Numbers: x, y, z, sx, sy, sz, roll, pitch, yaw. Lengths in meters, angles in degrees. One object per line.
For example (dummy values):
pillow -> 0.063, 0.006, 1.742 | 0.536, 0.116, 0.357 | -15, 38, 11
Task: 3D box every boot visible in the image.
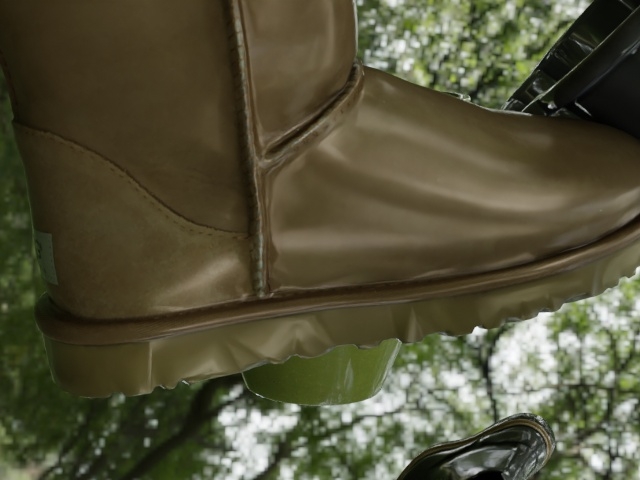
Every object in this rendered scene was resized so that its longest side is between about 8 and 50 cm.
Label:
boot -> 0.001, -0.102, 0.346 | 0.089, 0.236, 0.269 | -148, -132, -62
boot -> 0.118, 0.238, 1.097 | 0.198, 0.137, 0.077 | -41, -96, 25

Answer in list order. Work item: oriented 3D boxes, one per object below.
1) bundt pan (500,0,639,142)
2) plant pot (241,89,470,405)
bundt pan -> 0.222, -0.119, 0.477 | 0.331, 0.124, 0.331 | -46, -179, 1
plant pot -> 0.000, 0.000, 1.136 | 0.275, 0.275, 0.293 | -152, -118, -67
